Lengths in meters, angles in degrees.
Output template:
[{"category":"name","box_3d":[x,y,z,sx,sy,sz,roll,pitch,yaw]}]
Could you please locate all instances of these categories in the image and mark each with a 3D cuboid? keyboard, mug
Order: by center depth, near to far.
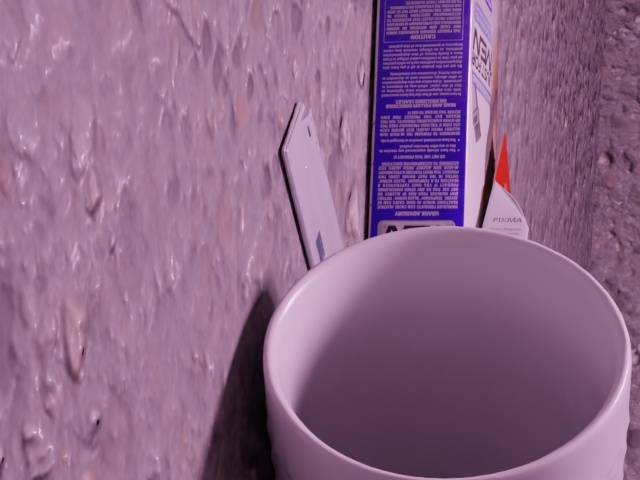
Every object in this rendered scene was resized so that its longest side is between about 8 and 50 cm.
[{"category":"mug","box_3d":[0.070,0.224,1.268,0.374,0.276,0.328,-38,140,-32]},{"category":"keyboard","box_3d":[0.000,0.000,1.415,0.072,0.014,0.256,-66,152,-44]}]

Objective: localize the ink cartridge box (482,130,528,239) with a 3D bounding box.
[{"category":"ink cartridge box","box_3d":[0.202,0.031,1.667,0.189,0.066,0.232,79,26,-44]}]

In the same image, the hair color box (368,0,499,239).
[{"category":"hair color box","box_3d":[0.123,-0.118,1.673,0.185,0.110,0.338,32,60,-73]}]
